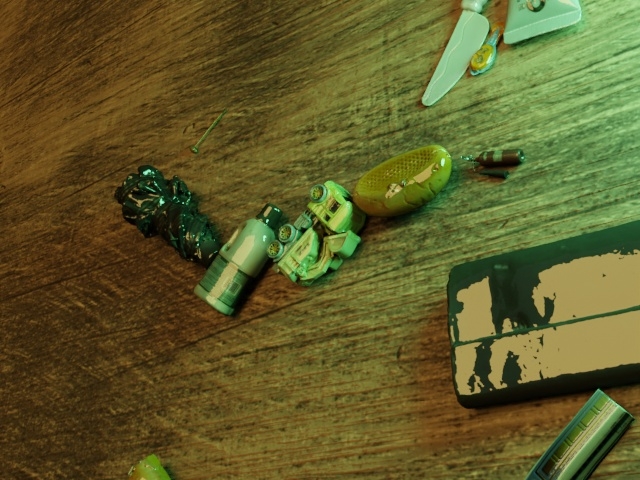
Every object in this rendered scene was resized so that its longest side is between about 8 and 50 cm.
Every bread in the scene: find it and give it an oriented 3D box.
[{"bbox_3d":[0.143,-0.096,1.450,0.189,0.077,0.114,-20,36,24],"label":"bread"}]

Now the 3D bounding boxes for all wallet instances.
[{"bbox_3d":[0.367,0.092,1.161,0.406,0.062,0.228,-17,56,32],"label":"wallet"}]

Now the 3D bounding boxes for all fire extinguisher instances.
[{"bbox_3d":[0.282,-0.123,1.388,0.100,0.032,0.046,-2,99,39],"label":"fire extinguisher"}]

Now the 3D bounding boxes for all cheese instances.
[{"bbox_3d":[0.297,-0.339,1.504,0.047,0.017,0.111,25,82,42],"label":"cheese"}]

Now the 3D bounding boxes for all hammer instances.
[{"bbox_3d":[-0.252,-0.247,1.911,0.123,0.014,0.029,-51,53,2],"label":"hammer"}]

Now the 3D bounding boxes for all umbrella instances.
[{"bbox_3d":[-0.313,-0.044,1.751,0.336,0.154,0.128,48,139,46],"label":"umbrella"}]

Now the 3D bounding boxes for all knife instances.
[{"bbox_3d":[0.274,-0.391,1.552,0.081,0.043,0.336,18,84,35],"label":"knife"}]

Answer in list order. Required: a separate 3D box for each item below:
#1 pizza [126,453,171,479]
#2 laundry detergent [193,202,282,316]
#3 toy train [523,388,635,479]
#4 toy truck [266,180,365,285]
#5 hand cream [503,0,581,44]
[{"bbox_3d":[-0.303,0.548,1.447,0.182,0.074,0.365,-30,50,21],"label":"pizza"},{"bbox_3d":[-0.148,0.028,1.622,0.099,0.070,0.226,32,88,46],"label":"laundry detergent"},{"bbox_3d":[0.302,0.306,1.101,0.252,0.048,0.055,-52,42,3],"label":"toy train"},{"bbox_3d":[0.000,0.000,1.507,0.191,0.085,0.116,-51,54,8],"label":"toy truck"},{"bbox_3d":[0.380,-0.489,1.484,0.139,0.089,0.314,-13,66,36],"label":"hand cream"}]
